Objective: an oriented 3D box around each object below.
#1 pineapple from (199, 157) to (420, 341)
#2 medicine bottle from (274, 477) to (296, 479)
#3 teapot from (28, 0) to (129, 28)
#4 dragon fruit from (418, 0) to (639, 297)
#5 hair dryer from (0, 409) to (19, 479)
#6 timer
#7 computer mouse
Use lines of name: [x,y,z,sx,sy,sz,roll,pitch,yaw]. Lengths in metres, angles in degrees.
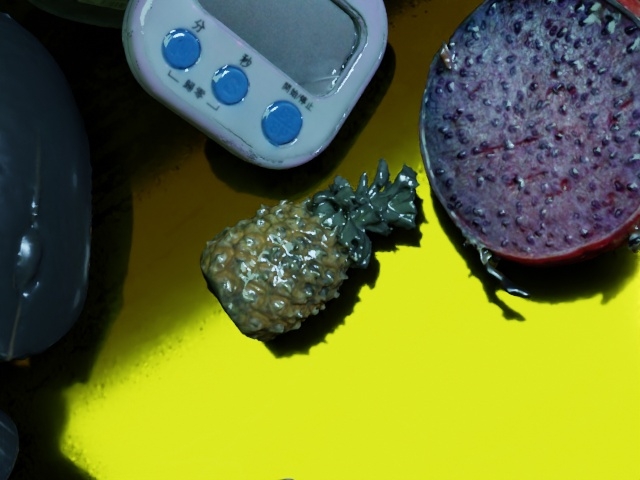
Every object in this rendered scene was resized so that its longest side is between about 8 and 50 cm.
pineapple: [0.000,0.000,0.881,0.198,0.108,0.108,-32,73,-6]
medicine bottle: [-0.113,0.267,0.805,0.247,0.147,0.147,-12,74,7]
teapot: [-0.165,-0.312,0.948,0.203,0.171,0.225,8,82,-29]
dragon fruit: [0.203,-0.091,0.861,0.218,0.148,0.223,-28,81,33]
hair dryer: [-0.258,0.188,0.755,0.107,0.189,0.352,-45,46,-11]
timer: [-0.052,-0.172,0.896,0.208,0.069,0.190,36,83,-28]
computer mouse: [-0.272,-0.056,0.897,0.116,0.183,0.323,-19,72,34]
